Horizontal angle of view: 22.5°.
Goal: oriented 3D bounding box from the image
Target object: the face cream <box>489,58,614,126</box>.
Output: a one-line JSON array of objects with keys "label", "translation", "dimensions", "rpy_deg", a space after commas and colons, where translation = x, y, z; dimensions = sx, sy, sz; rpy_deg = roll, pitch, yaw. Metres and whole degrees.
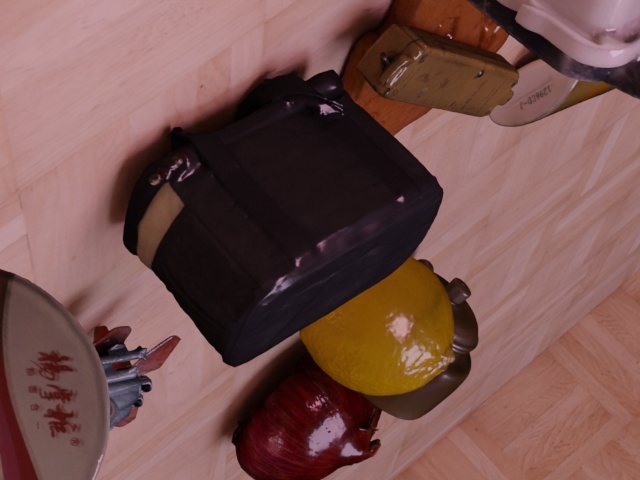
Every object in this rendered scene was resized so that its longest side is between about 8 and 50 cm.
[{"label": "face cream", "translation": [0.330, -0.210, 1.987], "dimensions": [0.139, 0.067, 0.285], "rpy_deg": [-29, 177, 41]}]

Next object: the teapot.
[{"label": "teapot", "translation": [0.128, 0.109, 2.120], "dimensions": [0.175, 0.185, 0.268], "rpy_deg": [-43, -156, 22]}]

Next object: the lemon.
[{"label": "lemon", "translation": [0.073, 0.099, 1.940], "dimensions": [0.178, 0.203, 0.178], "rpy_deg": [-51, 156, -34]}]

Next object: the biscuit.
[{"label": "biscuit", "translation": [0.089, -0.168, 1.589], "dimensions": [0.306, 0.043, 0.284], "rpy_deg": [-47, 163, 11]}]

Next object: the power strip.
[{"label": "power strip", "translation": [0.115, -0.160, 1.530], "dimensions": [0.064, 0.044, 0.305], "rpy_deg": [-48, 160, 19]}]

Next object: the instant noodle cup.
[{"label": "instant noodle cup", "translation": [-0.285, 0.150, 1.216], "dimensions": [0.235, 0.235, 0.178], "rpy_deg": [-36, 172, -23]}]

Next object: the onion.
[{"label": "onion", "translation": [-0.012, 0.246, 2.185], "dimensions": [0.248, 0.161, 0.248], "rpy_deg": [-22, 160, -9]}]

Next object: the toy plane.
[{"label": "toy plane", "translation": [-0.274, 0.176, 1.476], "dimensions": [0.326, 0.104, 0.223], "rpy_deg": [-26, 156, -45]}]

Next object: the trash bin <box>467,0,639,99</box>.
[{"label": "trash bin", "translation": [0.245, -0.321, 1.191], "dimensions": [0.256, 0.296, 0.368], "rpy_deg": [-31, 153, -34]}]

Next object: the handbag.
[{"label": "handbag", "translation": [-0.039, -0.024, 1.403], "dimensions": [0.254, 0.181, 0.181], "rpy_deg": [-31, 160, -32]}]
